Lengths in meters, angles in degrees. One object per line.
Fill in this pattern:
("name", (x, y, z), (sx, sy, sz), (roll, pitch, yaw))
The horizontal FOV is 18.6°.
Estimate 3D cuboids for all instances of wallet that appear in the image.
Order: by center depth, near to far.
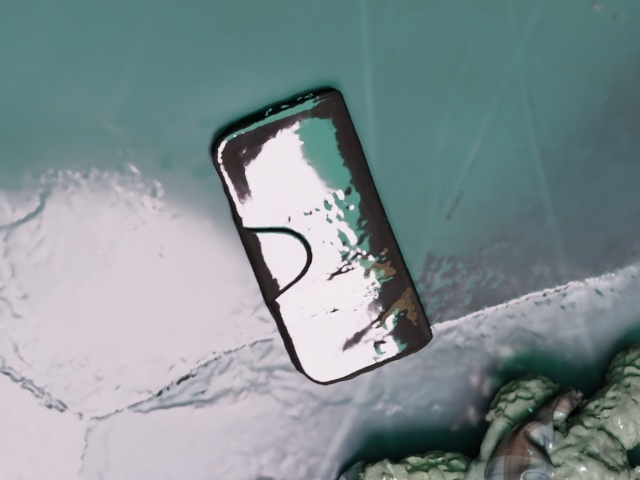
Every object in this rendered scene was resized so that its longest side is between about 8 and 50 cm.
("wallet", (0.000, 0.000, 1.067), (0.082, 0.018, 0.156), (-21, 102, -4))

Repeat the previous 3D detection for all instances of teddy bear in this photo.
("teddy bear", (0.113, 0.144, 1.059), (0.213, 0.111, 0.133), (-17, 97, -6))
